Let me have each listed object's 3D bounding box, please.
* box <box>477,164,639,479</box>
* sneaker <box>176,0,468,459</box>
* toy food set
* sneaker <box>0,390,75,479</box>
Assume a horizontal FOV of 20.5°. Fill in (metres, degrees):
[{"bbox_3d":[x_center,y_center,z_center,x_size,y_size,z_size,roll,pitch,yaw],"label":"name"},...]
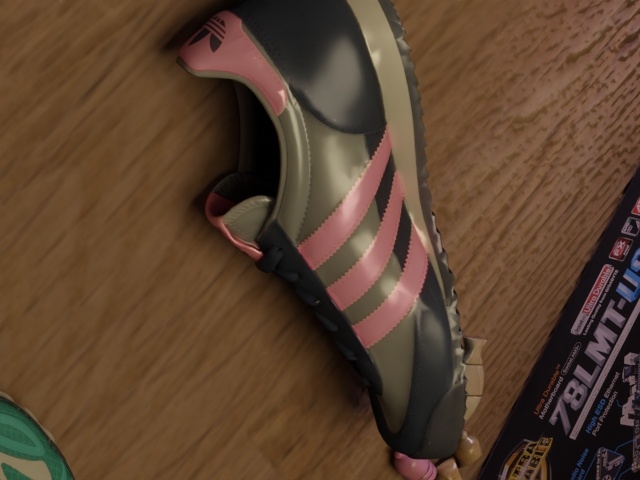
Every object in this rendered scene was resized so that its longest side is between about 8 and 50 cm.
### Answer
[{"bbox_3d":[0.269,0.104,1.148,0.073,0.293,0.295,35,79,-36],"label":"box"},{"bbox_3d":[0.000,0.000,1.050,0.131,0.112,0.319,-19,111,-15],"label":"sneaker"},{"bbox_3d":[0.081,0.127,1.183,0.078,0.019,0.122,-4,104,-37],"label":"toy food set"},{"bbox_3d":[-0.142,0.201,0.968,0.107,0.110,0.275,-33,112,-28],"label":"sneaker"}]
